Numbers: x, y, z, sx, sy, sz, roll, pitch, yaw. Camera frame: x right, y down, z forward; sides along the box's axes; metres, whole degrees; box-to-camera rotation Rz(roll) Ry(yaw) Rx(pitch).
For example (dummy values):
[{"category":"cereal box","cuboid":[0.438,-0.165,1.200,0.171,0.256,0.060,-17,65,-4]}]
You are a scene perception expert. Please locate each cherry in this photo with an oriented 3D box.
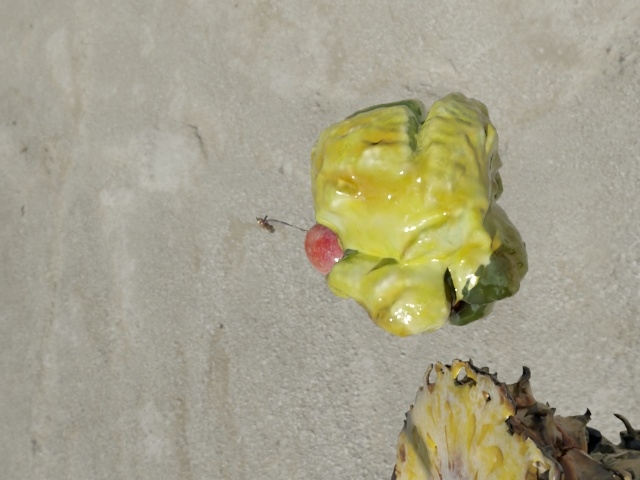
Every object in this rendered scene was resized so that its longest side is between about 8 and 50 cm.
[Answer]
[{"category":"cherry","cuboid":[0.000,0.000,0.833,0.225,0.107,0.090,25,107,42]}]

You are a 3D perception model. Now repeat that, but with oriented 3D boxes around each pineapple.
[{"category":"pineapple","cuboid":[0.222,0.218,0.392,0.262,0.272,0.262,-176,90,-77]}]

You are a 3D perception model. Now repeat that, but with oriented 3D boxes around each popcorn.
[{"category":"popcorn","cuboid":[0.104,-0.026,0.602,0.226,0.276,0.276,-14,63,22]}]
